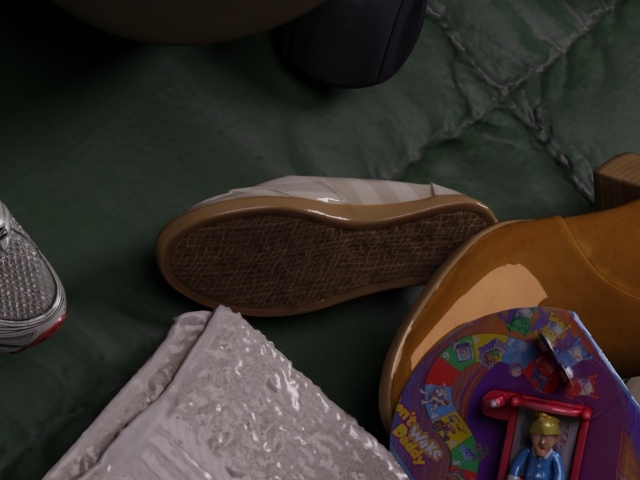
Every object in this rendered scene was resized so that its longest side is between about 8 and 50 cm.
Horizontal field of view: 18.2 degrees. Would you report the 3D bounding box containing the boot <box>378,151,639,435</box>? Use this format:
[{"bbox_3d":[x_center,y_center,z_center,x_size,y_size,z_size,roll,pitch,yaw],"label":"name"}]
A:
[{"bbox_3d":[0.196,0.047,1.180,0.295,0.211,0.104,-38,131,-31],"label":"boot"}]

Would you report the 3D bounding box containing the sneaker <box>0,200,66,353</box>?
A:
[{"bbox_3d":[-0.229,-0.026,1.096,0.225,0.093,0.088,43,57,-2],"label":"sneaker"}]

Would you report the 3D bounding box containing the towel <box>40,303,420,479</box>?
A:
[{"bbox_3d":[-0.015,0.181,1.124,0.282,0.049,0.187,41,58,-3],"label":"towel"}]

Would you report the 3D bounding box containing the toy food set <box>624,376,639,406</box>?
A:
[{"bbox_3d":[0.234,0.177,1.243,0.132,0.038,0.192,-31,82,-32],"label":"toy food set"}]

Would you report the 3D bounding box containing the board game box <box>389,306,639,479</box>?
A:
[{"bbox_3d":[0.119,0.123,1.122,0.133,0.033,0.168,-35,84,7],"label":"board game box"}]

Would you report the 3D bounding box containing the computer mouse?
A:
[{"bbox_3d":[0.006,-0.236,1.303,0.184,0.060,0.262,21,69,4],"label":"computer mouse"}]

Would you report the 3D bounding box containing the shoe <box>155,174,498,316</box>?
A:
[{"bbox_3d":[0.000,0.000,1.214,0.219,0.058,0.076,-2,113,-23],"label":"shoe"}]

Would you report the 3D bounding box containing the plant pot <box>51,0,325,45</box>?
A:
[{"bbox_3d":[-0.088,-0.228,1.187,0.284,0.191,0.284,6,67,-15],"label":"plant pot"}]
